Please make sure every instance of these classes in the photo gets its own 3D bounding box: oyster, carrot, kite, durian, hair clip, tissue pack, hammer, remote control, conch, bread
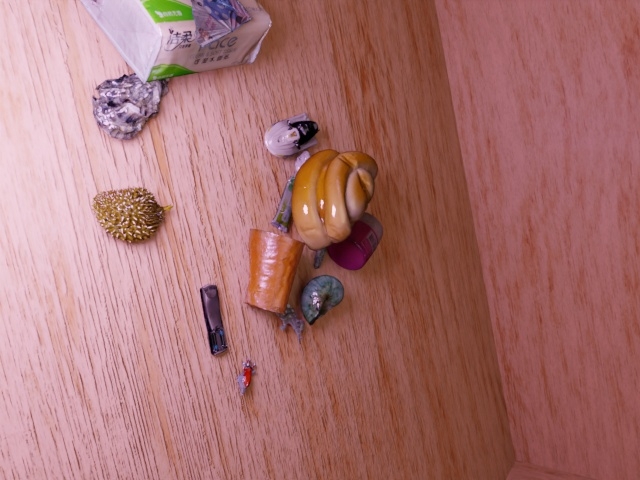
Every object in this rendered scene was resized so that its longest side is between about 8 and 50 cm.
[{"bbox_3d":[-0.493,-0.376,1.105,0.252,0.087,0.199,-24,92,-42],"label":"oyster"},{"bbox_3d":[-0.166,0.101,1.351,0.196,0.196,0.254,19,82,-45],"label":"carrot"},{"bbox_3d":[-0.307,-0.606,1.017,0.314,0.011,0.335,-2,70,-41],"label":"kite"},{"bbox_3d":[-0.469,-0.071,1.070,0.208,0.102,0.146,-14,89,-52],"label":"durian"},{"bbox_3d":[0.002,-0.001,1.628,0.066,0.036,0.229,17,72,-39],"label":"hair clip"},{"bbox_3d":[-0.387,-0.641,1.119,0.331,0.205,0.405,52,44,0],"label":"tissue pack"},{"bbox_3d":[-0.095,0.305,1.483,0.083,0.031,0.052,24,63,-32],"label":"hammer"},{"bbox_3d":[-0.321,0.237,1.237,0.059,0.028,0.211,-12,94,-47],"label":"remote control"},{"bbox_3d":[0.004,0.212,1.539,0.188,0.122,0.175,-13,115,-46],"label":"conch"},{"bbox_3d":[0.061,-0.144,1.488,0.424,0.246,0.328,-61,151,-46],"label":"bread"}]

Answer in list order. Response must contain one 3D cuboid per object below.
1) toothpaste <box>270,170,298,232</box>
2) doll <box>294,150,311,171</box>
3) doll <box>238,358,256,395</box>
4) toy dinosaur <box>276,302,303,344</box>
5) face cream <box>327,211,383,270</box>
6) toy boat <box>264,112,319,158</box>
[{"bbox_3d":[-0.118,-0.151,1.515,0.078,0.047,0.247,33,63,-36],"label":"toothpaste"},{"bbox_3d":[-0.035,-0.284,1.609,0.162,0.062,0.106,29,80,-46],"label":"doll"},{"bbox_3d":[-0.237,0.432,1.295,0.057,0.039,0.114,87,14,-47],"label":"doll"},{"bbox_3d":[-0.113,0.274,1.439,0.082,0.039,0.208,-38,101,-48],"label":"toy dinosaur"},{"bbox_3d":[0.145,0.000,1.683,0.195,0.175,0.175,-49,119,-41],"label":"face cream"},{"bbox_3d":[-0.093,-0.388,1.515,0.269,0.141,0.140,-45,118,-58],"label":"toy boat"}]
